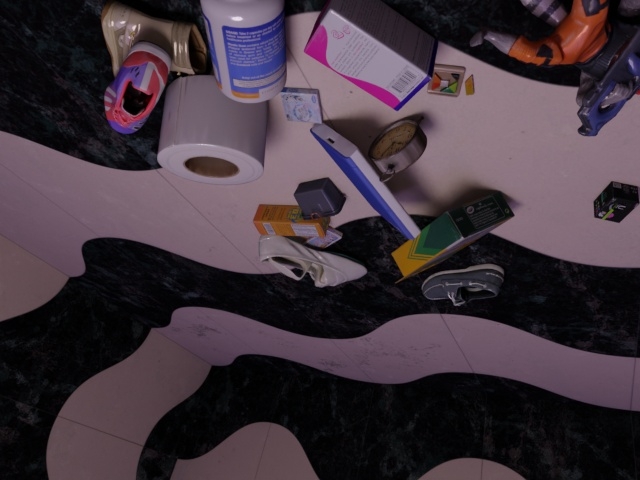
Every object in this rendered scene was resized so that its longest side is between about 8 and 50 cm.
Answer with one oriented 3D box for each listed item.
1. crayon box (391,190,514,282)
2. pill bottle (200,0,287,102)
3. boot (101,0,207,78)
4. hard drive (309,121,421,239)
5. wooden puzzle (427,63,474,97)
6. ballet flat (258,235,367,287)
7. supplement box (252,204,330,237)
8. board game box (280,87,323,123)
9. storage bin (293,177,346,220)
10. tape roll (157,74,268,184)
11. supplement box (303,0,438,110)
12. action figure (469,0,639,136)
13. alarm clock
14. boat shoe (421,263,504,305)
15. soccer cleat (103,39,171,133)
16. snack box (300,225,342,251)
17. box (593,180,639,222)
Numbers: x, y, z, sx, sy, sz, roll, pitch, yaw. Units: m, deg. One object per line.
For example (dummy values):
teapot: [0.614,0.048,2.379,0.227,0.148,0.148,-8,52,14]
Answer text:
crayon box: [0.336,-0.002,1.300,0.203,0.083,0.323,-20,165,-30]
pill bottle: [-0.141,-0.409,0.897,0.152,0.152,0.272,13,149,5]
boot: [-0.360,-0.398,1.084,0.203,0.095,0.262,14,147,1]
hard drive: [0.114,-0.147,1.193,0.318,0.040,0.210,44,-177,-39]
wooden puzzle: [0.258,-0.326,0.980,0.116,0.014,0.078,7,148,16]
ballet flat: [-0.033,0.090,1.648,0.400,0.139,0.139,21,150,-14]
supplement box: [-0.092,-0.063,1.520,0.233,0.078,0.080,4,145,19]
board game box: [-0.043,-0.319,1.129,0.090,0.020,0.090,9,149,14]
storage bin: [-0.012,-0.120,1.381,0.135,0.098,0.091,-8,132,35]
tape roll: [-0.250,-0.249,1.126,0.246,0.169,0.246,2,167,0]
supplement box: [0.097,-0.365,0.897,0.220,0.114,0.111,26,149,-19]
action figure: [0.455,-0.363,0.744,0.330,0.178,0.341,21,123,-21]
alarm clock: [0.169,-0.194,1.063,0.129,0.192,0.064,-13,129,41]
boat shoe: [0.465,0.163,1.605,0.116,0.099,0.319,33,146,-27]
soccer cleat: [-0.421,-0.305,1.055,0.108,0.116,0.318,22,152,-29]
snack box: [0.000,0.000,1.633,0.064,0.022,0.178,29,148,-21]
box: [0.695,-0.090,1.124,0.062,0.052,0.083,13,148,6]
